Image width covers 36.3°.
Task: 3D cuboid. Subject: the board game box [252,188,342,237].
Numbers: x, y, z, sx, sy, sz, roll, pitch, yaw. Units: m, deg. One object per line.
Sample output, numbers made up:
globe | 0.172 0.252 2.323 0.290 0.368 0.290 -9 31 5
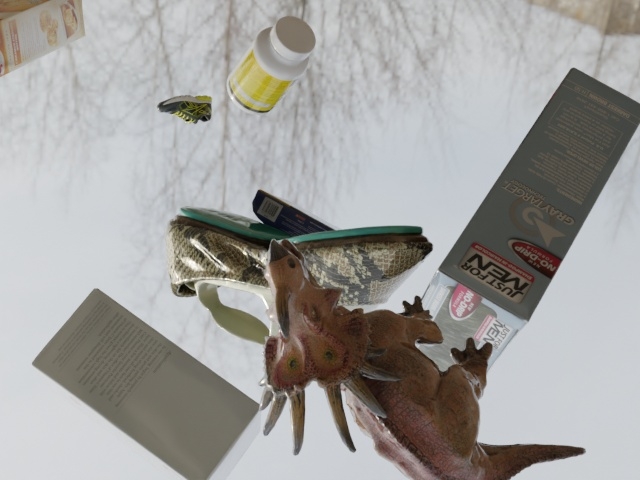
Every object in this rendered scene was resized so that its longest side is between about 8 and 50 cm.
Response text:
board game box | 0.000 0.000 1.494 0.194 0.060 0.194 29 -177 14

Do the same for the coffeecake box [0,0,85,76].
coffeecake box | -0.398 -0.259 1.176 0.142 0.068 0.185 11 -149 19

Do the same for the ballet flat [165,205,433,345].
ballet flat | -0.044 0.056 1.301 0.164 0.182 0.483 3 -178 -44

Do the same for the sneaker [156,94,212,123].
sneaker | -0.168 -0.164 1.230 0.083 0.035 0.031 -12 -178 -42

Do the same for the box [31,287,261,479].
box | -0.285 0.268 1.653 0.345 0.215 0.168 34 -110 9

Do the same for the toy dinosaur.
toy dinosaur | 0.060 0.127 0.754 0.296 0.127 0.200 36 -169 3

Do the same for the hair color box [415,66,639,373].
hair color box | 0.245 -0.018 1.173 0.114 0.185 0.374 31 -124 9

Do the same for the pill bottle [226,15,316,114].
pill bottle | -0.052 -0.191 1.059 0.065 0.116 0.065 12 -119 -24
